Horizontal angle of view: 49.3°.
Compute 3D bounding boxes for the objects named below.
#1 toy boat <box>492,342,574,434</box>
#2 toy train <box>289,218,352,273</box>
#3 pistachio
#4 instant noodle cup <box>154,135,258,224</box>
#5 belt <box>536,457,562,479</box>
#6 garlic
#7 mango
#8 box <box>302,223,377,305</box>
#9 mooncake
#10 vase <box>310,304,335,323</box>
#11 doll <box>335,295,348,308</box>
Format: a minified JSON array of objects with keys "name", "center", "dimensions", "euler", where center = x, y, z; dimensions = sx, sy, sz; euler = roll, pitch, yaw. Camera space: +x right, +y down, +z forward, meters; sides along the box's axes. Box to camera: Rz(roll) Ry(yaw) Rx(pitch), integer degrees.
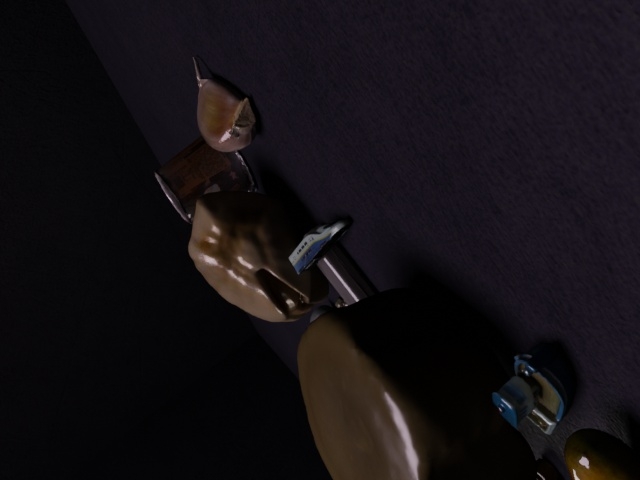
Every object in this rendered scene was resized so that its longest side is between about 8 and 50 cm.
[{"name":"toy boat","center":[0.309,0.227,1.016],"dimensions":[0.088,0.102,0.215],"euler":[41,161,35]},{"name":"toy train","center":[0.000,0.000,1.470],"dimensions":[0.051,0.052,0.234],"euler":[56,147,10]},{"name":"pistachio","center":[-0.147,0.039,1.736],"dimensions":[0.445,0.281,0.365],"euler":[41,-172,-48]},{"name":"instant noodle cup","center":[-0.315,-0.168,1.879],"dimensions":[0.217,0.207,0.217],"euler":[50,165,19]},{"name":"belt","center":[0.425,0.446,1.301],"dimensions":[0.059,0.036,0.083],"euler":[14,139,59]},{"name":"garlic","center":[-0.229,-0.290,1.555],"dimensions":[0.266,0.149,0.128],"euler":[39,-163,32]},{"name":"mango","center":[0.416,0.356,0.951],"dimensions":[0.268,0.111,0.133],"euler":[58,-179,-22]},{"name":"box","center":[0.051,0.077,1.585],"dimensions":[0.244,0.055,0.103],"euler":[52,165,7]},{"name":"mooncake","center":[0.159,0.315,1.253],"dimensions":[0.467,0.262,0.467],"euler":[50,150,42]},{"name":"vase","center":[0.059,0.250,1.939],"dimensions":[0.214,0.086,0.086],"euler":[23,147,56]},{"name":"doll","center":[0.129,0.268,1.747],"dimensions":[0.202,0.091,0.286],"euler":[15,127,20]}]
